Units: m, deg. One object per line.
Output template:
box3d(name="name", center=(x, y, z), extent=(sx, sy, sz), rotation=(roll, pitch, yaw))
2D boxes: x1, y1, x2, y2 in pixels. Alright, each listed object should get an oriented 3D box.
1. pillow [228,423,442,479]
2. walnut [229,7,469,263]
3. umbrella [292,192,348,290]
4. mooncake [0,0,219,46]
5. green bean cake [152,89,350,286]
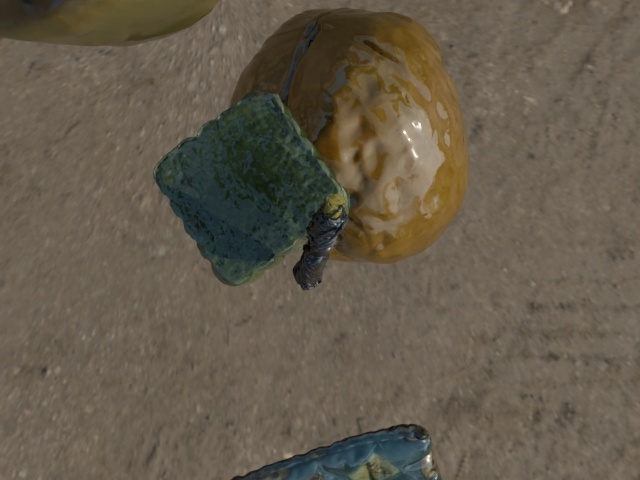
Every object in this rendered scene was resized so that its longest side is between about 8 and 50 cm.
box3d(name="pillow", center=(0.024, 0.251, 0.872), extent=(0.188, 0.034, 0.256), rotation=(-15, 130, 5))
box3d(name="walnut", center=(0.048, -0.146, 1.552), extent=(0.308, 0.354, 0.398), rotation=(-34, 133, -27))
box3d(name="umbrella", center=(0.000, 0.000, 1.125), extent=(0.037, 0.040, 0.144), rotation=(0, 143, -17))
box3d(name="mooncake", center=(-0.193, -0.293, 0.827), extent=(0.284, 0.155, 0.284), rotation=(5, 99, 38))
box3d(name="green bean cake", center=(-0.080, -0.061, 1.257), extent=(0.183, 0.094, 0.185), rotation=(-36, 83, 6))
